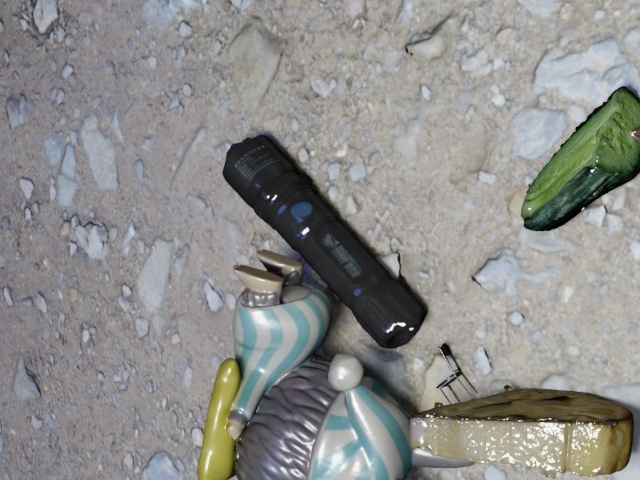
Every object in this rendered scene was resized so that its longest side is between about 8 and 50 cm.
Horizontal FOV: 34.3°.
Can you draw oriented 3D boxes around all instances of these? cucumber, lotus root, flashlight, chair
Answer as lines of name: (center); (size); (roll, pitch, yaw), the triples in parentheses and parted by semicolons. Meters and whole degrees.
cucumber: (0.333, -0.085, 1.294); (0.193, 0.086, 0.115); (-42, 22, 35)
lotus root: (0.264, 0.235, 1.313); (0.260, 0.170, 0.074); (1, 100, 30)
flashlight: (0.000, 0.000, 1.569); (0.424, 0.103, 0.103); (48, 120, 28)
chair: (0.181, 0.192, 1.465); (0.042, 0.037, 0.086); (-37, 73, 24)

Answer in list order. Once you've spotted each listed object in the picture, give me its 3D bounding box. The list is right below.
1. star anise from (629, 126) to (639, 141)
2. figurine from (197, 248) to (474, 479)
star anise: (0.462, -0.135, 1.185); (0.212, 0.073, 0.197); (13, 105, 36)
figurine: (0.043, 0.233, 1.493); (0.377, 0.266, 0.361); (11, 105, 10)
